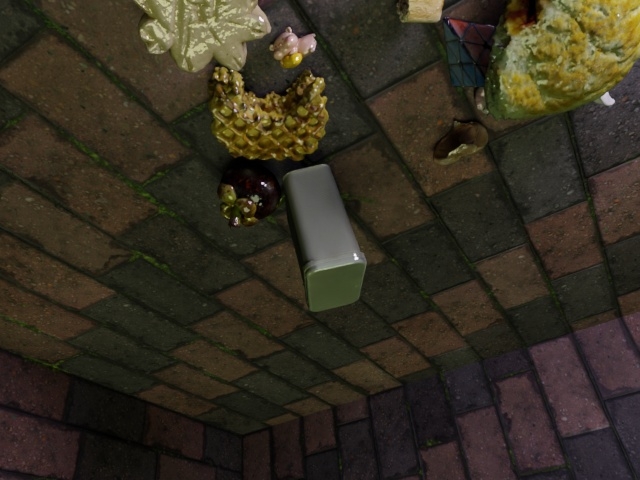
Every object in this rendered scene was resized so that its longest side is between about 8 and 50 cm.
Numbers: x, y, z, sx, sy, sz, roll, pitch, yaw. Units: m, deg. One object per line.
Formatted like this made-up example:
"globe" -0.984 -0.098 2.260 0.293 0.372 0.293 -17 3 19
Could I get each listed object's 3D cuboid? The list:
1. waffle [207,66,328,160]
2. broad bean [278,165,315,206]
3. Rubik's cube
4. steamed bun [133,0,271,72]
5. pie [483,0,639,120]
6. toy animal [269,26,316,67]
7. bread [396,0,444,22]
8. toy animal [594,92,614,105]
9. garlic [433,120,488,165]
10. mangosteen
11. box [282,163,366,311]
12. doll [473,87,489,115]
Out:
"waffle" -0.141 -0.339 1.369 0.323 0.151 0.261 3 138 -10
"broad bean" -0.087 -0.169 1.663 0.052 0.052 0.256 26 132 -38
"Rubik's cube" 0.387 -0.437 1.337 0.211 0.191 0.178 7 157 -10
"steamed bun" -0.256 -0.516 1.138 0.295 0.137 0.292 -31 135 20
"pie" 0.567 -0.473 1.188 0.394 0.180 0.419 2 120 -20
"toy animal" -0.070 -0.477 1.255 0.114 0.091 0.082 -22 125 21
"bread" 0.235 -0.570 1.186 0.105 0.082 0.125 -7 133 -16
"toy animal" 0.714 -0.438 1.401 0.130 0.104 0.220 -32 135 26
"garlic" 0.422 -0.292 1.562 0.174 0.099 0.124 -26 157 29
"mangosteen" -0.225 -0.129 1.559 0.192 0.217 0.192 13 142 10
"box" 0.000 0.000 1.597 0.177 0.344 0.352 -15 155 -6
"doll" 0.484 -0.404 1.396 0.149 0.095 0.192 -39 158 31
